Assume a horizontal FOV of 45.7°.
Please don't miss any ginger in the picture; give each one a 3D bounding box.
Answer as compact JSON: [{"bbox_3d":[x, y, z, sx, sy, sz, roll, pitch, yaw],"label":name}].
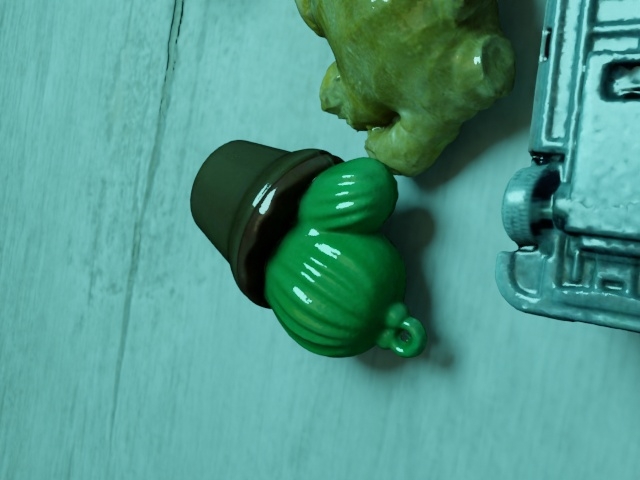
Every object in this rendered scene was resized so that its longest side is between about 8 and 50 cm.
[{"bbox_3d":[0.046,-0.159,0.494,0.216,0.102,0.157,66,152,13],"label":"ginger"}]

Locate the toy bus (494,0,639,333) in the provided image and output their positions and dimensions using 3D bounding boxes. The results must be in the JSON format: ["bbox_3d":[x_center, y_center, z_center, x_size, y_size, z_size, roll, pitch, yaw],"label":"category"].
[{"bbox_3d":[0.173,-0.089,0.376,0.121,0.119,0.265,8,94,38],"label":"toy bus"}]

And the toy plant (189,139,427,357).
[{"bbox_3d":[0.000,0.000,0.524,0.200,0.105,0.143,32,115,24],"label":"toy plant"}]
